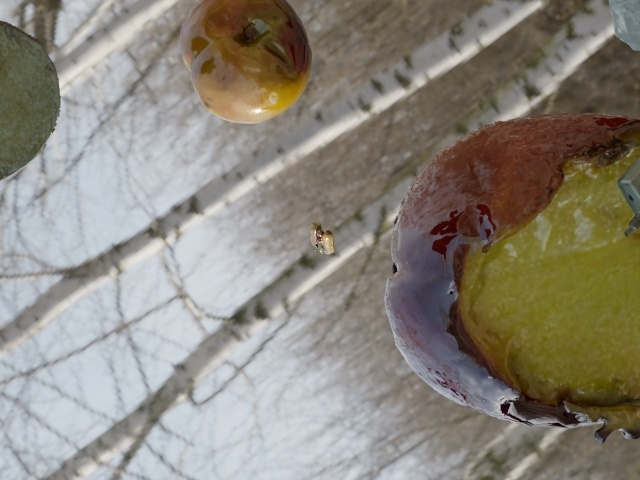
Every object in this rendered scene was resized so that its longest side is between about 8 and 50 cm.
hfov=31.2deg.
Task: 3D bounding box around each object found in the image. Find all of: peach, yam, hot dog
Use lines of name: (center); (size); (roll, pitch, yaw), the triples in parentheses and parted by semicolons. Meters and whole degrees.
peach: (0.286, 0.019, 1.239); (0.353, 0.416, 0.339); (-50, -46, -59)
yam: (-0.320, -0.127, 1.053); (0.154, 0.154, 0.254); (50, 168, -17)
hot dog: (0.000, 0.000, 1.519); (0.037, 0.021, 0.083); (33, 165, 16)
peach: (-0.072, -0.183, 1.142); (0.138, 0.138, 0.138); (49, -165, -18)

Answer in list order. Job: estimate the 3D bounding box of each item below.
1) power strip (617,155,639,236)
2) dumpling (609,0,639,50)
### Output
power strip: (0.358, -0.084, 1.068); (0.080, 0.227, 0.029); (48, 168, -16)
dumpling: (0.325, -0.231, 0.992); (0.150, 0.092, 0.176); (46, 167, -23)
